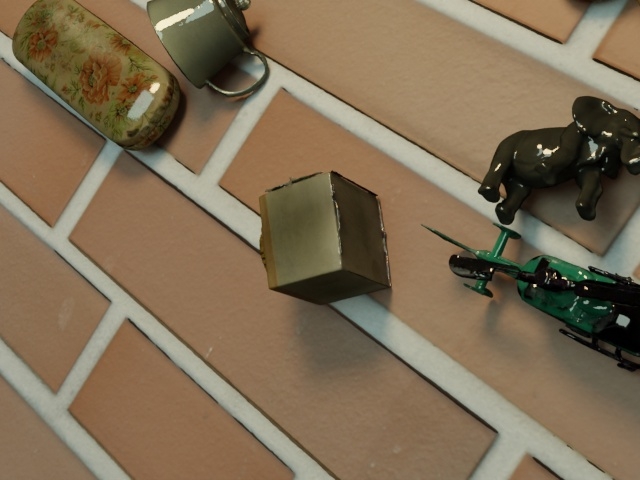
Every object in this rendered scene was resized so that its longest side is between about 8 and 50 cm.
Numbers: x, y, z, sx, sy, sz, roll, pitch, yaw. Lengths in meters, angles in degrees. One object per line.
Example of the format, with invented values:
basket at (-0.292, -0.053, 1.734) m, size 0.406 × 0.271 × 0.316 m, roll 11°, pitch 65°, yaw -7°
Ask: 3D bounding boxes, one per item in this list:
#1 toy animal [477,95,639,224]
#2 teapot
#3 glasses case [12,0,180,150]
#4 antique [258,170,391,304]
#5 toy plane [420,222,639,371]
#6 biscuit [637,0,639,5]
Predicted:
toy animal at (0.307, -0.104, 1.257) m, size 0.245 × 0.114 × 0.146 m, roll 3°, pitch 41°, yaw 36°
teapot at (-0.172, -0.345, 1.631) m, size 0.149 × 0.162 × 0.239 m, roll -30°, pitch 87°, yaw 7°
glasses case at (-0.403, -0.306, 1.774) m, size 0.425 × 0.098 × 0.156 m, roll 39°, pitch 92°, yaw 33°
antique at (0.000, 0.000, 1.415) m, size 0.148 × 0.146 × 0.152 m, roll -18°, pitch 68°, yaw 28°
toy plane at (0.286, 0.055, 1.228) m, size 0.381 × 0.155 × 0.106 m, roll 29°, pitch 92°, yaw 51°
biscuit at (0.424, -0.381, 1.276) m, size 0.131 × 0.025 × 0.231 m, roll -21°, pitch 75°, yaw -19°
